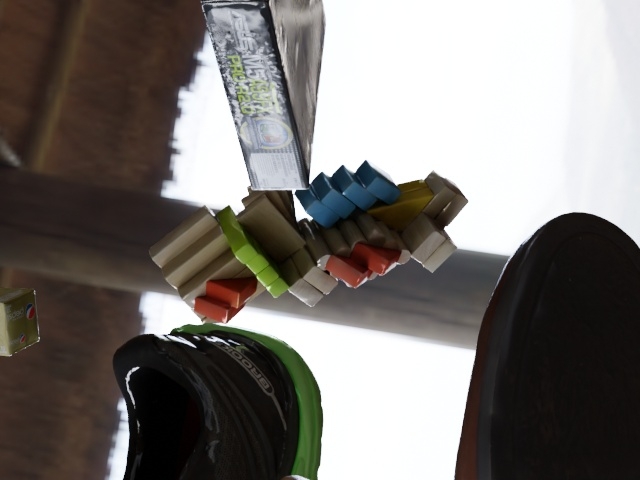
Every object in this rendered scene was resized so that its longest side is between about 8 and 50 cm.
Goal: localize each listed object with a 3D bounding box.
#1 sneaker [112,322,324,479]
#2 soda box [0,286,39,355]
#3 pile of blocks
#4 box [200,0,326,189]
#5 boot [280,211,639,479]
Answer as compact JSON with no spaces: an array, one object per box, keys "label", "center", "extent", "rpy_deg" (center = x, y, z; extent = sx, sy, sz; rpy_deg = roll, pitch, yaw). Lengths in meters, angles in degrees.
[{"label":"sneaker","center":[-0.113,0.292,1.163],"extent":[0.185,0.202,0.483],"rpy_deg":[-30,52,43]},{"label":"soda box","center":[-0.398,0.084,1.641],"extent":[0.058,0.181,0.061],"rpy_deg":[-29,-62,-61]},{"label":"pile of blocks","center":[0.000,0.000,1.658],"extent":[0.113,0.362,0.149],"rpy_deg":[-121,16,-52]},{"label":"box","center":[-0.046,-0.209,1.392],"extent":[0.270,0.060,0.216],"rpy_deg":[78,-165,-55]},{"label":"boot","center":[0.054,0.130,0.701],"extent":[0.280,0.096,0.264],"rpy_deg":[168,101,-66]}]
